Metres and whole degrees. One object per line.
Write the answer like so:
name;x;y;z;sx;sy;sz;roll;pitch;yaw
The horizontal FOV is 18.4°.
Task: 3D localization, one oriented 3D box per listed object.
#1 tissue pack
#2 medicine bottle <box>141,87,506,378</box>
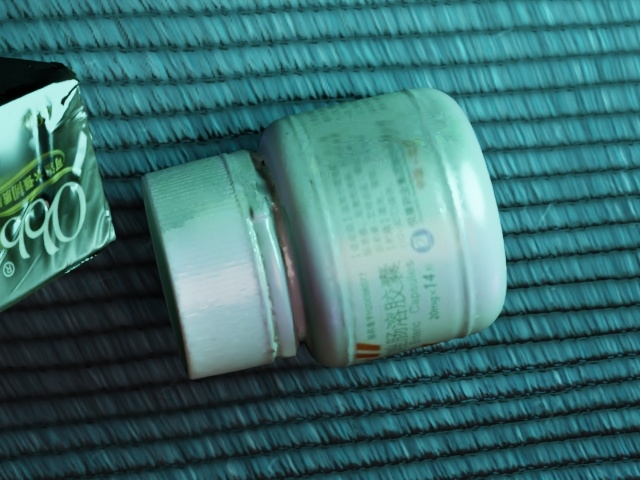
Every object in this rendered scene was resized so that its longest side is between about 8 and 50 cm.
tissue pack;-0.370;-0.017;1.631;0.370;0.210;0.198;-33;116;-42
medicine bottle;0.000;0.000;1.839;0.302;0.241;0.241;-13;114;-6
